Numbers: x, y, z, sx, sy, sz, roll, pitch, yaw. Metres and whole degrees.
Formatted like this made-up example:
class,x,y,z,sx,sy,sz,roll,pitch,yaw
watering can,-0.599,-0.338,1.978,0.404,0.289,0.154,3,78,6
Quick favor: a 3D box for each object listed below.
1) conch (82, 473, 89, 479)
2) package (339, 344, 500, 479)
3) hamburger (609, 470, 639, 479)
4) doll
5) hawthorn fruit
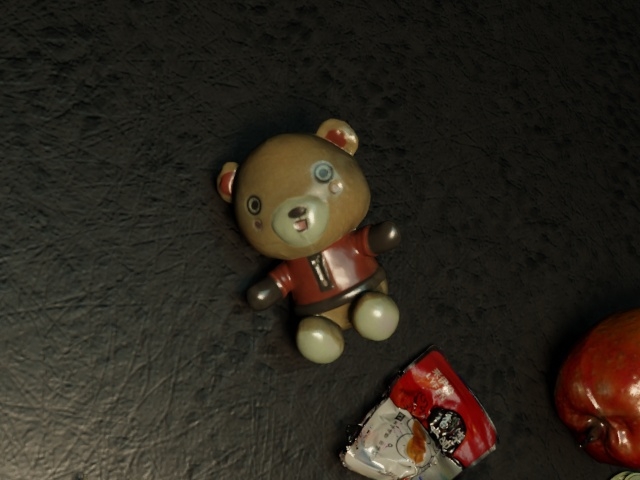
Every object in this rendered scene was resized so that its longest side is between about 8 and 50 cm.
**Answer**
class,x,y,z,sx,sy,sz,roll,pitch,yaw
conch,-0.265,0.374,1.140,0.065,0.088,0.180,-16,90,12
package,0.146,0.297,1.380,0.269,0.071,0.194,-35,100,-43
hamburger,0.542,0.442,1.556,0.084,0.054,0.121,-34,86,-30
doll,0.000,0.000,1.323,0.330,0.235,0.174,67,15,-5
hawthorn fruit,0.494,0.250,1.465,0.300,0.254,0.254,-29,90,-44
